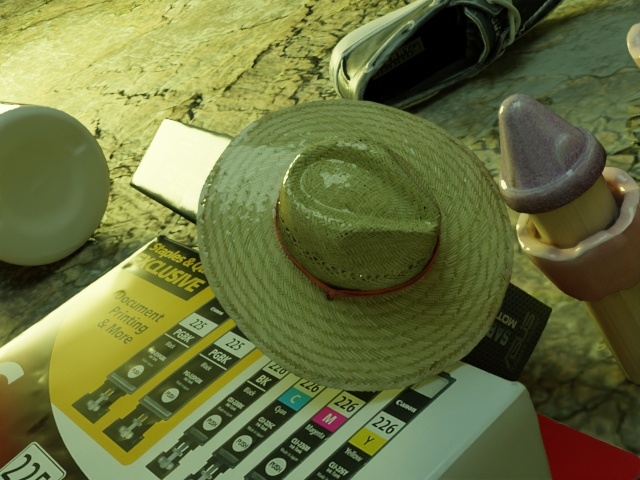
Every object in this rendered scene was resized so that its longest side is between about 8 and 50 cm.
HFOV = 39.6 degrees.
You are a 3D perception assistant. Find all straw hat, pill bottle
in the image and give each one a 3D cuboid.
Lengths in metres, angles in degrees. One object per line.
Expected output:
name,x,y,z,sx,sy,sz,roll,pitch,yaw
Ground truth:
straw hat,0.015,-0.011,0.368,0.145,0.061,0.144,1,71,-2
pill bottle,-0.367,-0.073,0.967,0.283,0.161,0.161,13,47,46

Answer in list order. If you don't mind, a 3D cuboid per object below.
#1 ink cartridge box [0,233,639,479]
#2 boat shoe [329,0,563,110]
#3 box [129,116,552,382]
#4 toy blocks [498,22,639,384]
ink cartridge box,-0.037,0.112,0.478,0.272,0.130,0.309,-39,34,-26
boat shoe,0.152,-0.219,0.880,0.301,0.108,0.102,-29,31,-2
box,0.000,0.000,0.551,0.059,0.183,0.233,-61,31,-3
toy blocks,0.254,-0.075,0.370,0.309,0.260,0.288,-42,27,-8
